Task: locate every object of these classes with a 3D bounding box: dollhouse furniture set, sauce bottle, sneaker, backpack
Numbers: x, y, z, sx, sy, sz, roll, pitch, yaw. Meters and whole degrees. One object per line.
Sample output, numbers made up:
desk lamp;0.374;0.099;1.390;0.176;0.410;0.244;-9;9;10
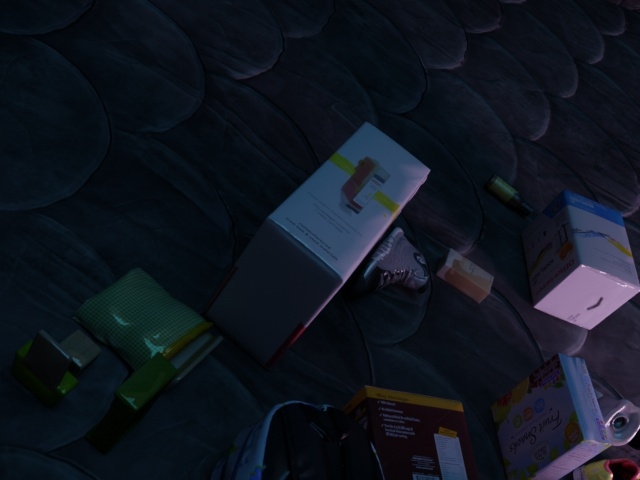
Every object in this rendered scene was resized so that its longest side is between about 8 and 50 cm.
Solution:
dollhouse furniture set;-0.278;0.137;1.353;0.197;0.151;0.301;41;42;4
sauce bottle;0.456;-0.107;2.157;0.128;0.042;0.042;39;42;-2
sneaker;0.150;0.068;1.760;0.132;0.086;0.229;41;41;1
backpack;-0.030;0.397;1.235;0.290;0.273;0.355;18;60;-26
sneaker;0.587;0.458;1.702;0.208;0.094;0.081;12;47;-26

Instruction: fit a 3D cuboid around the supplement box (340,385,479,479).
supplement box;0.135;0.362;1.452;0.191;0.129;0.194;13;47;-24

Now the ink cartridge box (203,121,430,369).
ink cartridge box;0.000;0.000;1.573;0.160;0.279;0.385;39;41;3

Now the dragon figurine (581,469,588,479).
dragon figurine;0.507;0.551;1.568;0.085;0.144;0.289;0;36;-36

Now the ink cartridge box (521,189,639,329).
ink cartridge box;0.576;0.044;2.006;0.168;0.171;0.233;20;44;-18

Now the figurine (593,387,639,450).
figurine;0.594;0.365;1.752;0.215;0.092;0.209;33;0;-5

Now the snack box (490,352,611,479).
snack box;0.407;0.330;1.608;0.070;0.207;0.174;14;47;-24

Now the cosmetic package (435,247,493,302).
cosmetic package;0.305;0.074;1.891;0.115;0.041;0.060;32;42;-6
